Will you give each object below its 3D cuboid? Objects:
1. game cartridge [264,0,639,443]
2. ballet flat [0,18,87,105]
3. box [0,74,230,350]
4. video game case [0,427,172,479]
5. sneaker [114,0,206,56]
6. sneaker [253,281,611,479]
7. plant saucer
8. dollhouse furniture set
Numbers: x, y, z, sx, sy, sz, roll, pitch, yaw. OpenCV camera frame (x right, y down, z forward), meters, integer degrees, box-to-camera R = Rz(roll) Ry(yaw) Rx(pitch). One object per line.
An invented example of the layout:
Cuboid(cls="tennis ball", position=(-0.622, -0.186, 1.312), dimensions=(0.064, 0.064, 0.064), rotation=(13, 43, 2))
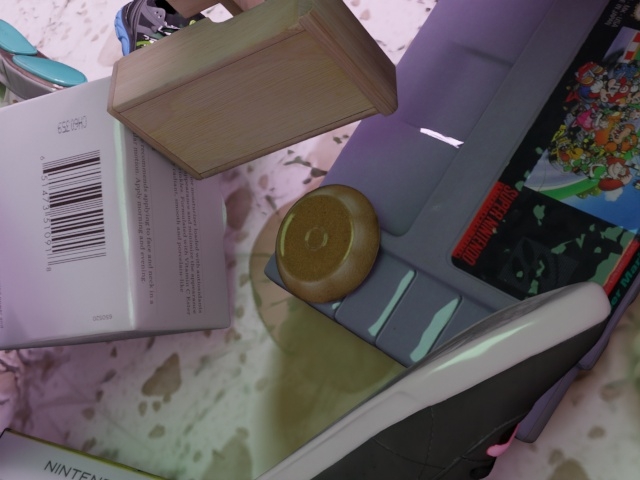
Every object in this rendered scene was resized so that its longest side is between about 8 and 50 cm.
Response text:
Cuboid(cls="game cartridge", position=(0.139, -0.074, 0.573), dimensions=(0.230, 0.068, 0.355), rotation=(29, 85, 40))
Cuboid(cls="ballet flat", position=(-0.297, -0.163, 0.870), dimensions=(0.213, 0.072, 0.068), rotation=(36, 116, 37))
Cuboid(cls="box", position=(-0.179, -0.012, 0.664), dimensions=(0.182, 0.119, 0.180), rotation=(-10, 81, 27))
Cuboid(cls="video game case", position=(-0.186, 0.275, 0.564), dimensions=(0.248, 0.035, 0.274), rotation=(8, 57, 29))
Cuboid(cls="sneaker", position=(-0.129, -0.165, 0.762), dimensions=(0.078, 0.067, 0.188), rotation=(-38, 52, 18))
Cuboid(cls="sneaker", position=(0.061, 0.149, 0.467), dimensions=(0.296, 0.105, 0.146), rotation=(-41, 78, 21))
Cuboid(cls="plant saucer", position=(0.000, 0.000, 0.580), dimensions=(0.084, 0.015, 0.083), rotation=(-11, 70, 31))
Cuboid(cls="dollhouse furniture set", position=(-0.046, -0.188, 0.619), dimensions=(0.161, 0.212, 0.242), rotation=(-17, 57, 27))
